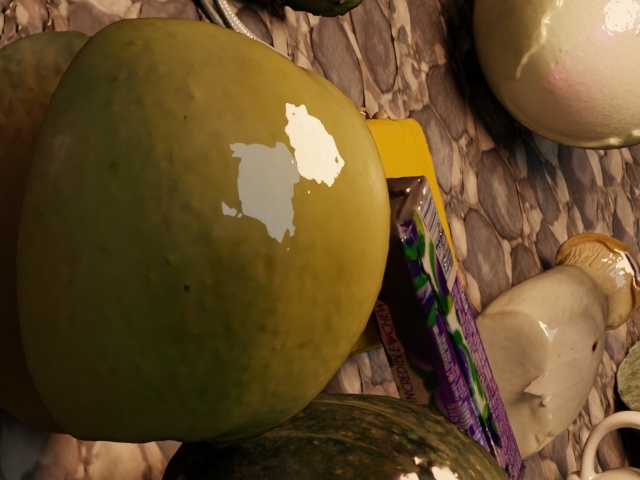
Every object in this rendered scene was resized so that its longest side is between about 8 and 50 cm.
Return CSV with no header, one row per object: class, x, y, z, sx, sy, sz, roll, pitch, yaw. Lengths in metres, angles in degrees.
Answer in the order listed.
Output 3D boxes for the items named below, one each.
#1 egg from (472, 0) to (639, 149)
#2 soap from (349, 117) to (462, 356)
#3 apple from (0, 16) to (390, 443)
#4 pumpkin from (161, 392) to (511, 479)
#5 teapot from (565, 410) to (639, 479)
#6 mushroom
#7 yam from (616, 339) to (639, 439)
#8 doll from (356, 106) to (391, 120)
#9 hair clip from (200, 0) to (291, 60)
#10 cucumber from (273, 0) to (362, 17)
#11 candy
egg,0.301,-0.233,2.041,0.336,0.278,0.278,-39,110,-56
soap,0.000,0.000,1.553,0.324,0.096,0.204,-12,87,-62
apple,-0.103,-0.003,1.168,0.292,0.292,0.254,8,87,-60
pumpkin,0.019,0.265,1.281,0.291,0.257,0.328,12,72,-73
teapot,0.331,0.322,1.943,0.204,0.139,0.298,-35,106,-59
mushroom,0.244,0.095,1.958,0.328,0.122,0.159,-36,143,-60
yam,0.492,0.272,2.194,0.241,0.241,0.348,-41,113,-60
doll,0.050,-0.104,1.739,0.093,0.061,0.051,79,28,-57
hair clip,-0.067,-0.181,1.595,0.115,0.039,0.030,53,29,-30
cucumber,-0.050,-0.274,1.600,0.244,0.134,0.134,8,68,-50
candy,0.095,0.098,1.527,0.088,0.061,0.312,-62,140,-50
